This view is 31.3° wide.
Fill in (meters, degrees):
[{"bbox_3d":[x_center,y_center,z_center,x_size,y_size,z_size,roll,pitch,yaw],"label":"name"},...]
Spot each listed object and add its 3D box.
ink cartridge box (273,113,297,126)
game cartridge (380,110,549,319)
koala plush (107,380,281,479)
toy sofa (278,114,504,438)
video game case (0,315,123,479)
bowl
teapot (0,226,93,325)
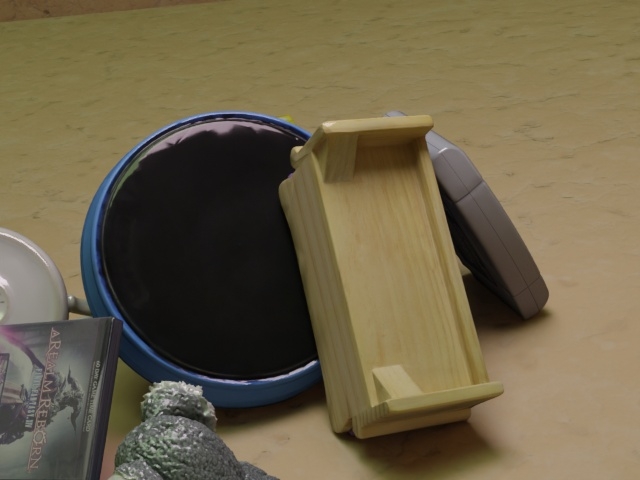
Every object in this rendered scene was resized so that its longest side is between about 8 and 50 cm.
[{"bbox_3d":[-0.168,-0.130,2.086,0.304,0.072,0.307,-12,24,-9],"label":"ink cartridge box"},{"bbox_3d":[0.196,-0.032,1.526,0.062,0.297,0.198,-41,32,-7],"label":"game cartridge"},{"bbox_3d":[-0.105,0.246,1.058,0.203,0.221,0.196,-30,17,24],"label":"koala plush"},{"bbox_3d":[0.076,0.044,1.361,0.150,0.362,0.177,-7,-17,-22],"label":"toy sofa"},{"bbox_3d":[-0.361,0.193,1.347,0.274,0.026,0.196,-7,66,28],"label":"video game case"},{"bbox_3d":[-0.107,0.015,1.457,0.391,0.391,0.077,-17,-14,-17],"label":"bowl"},{"bbox_3d":[-0.465,0.108,1.562,0.252,0.256,0.187,-52,3,-26],"label":"teapot"}]
